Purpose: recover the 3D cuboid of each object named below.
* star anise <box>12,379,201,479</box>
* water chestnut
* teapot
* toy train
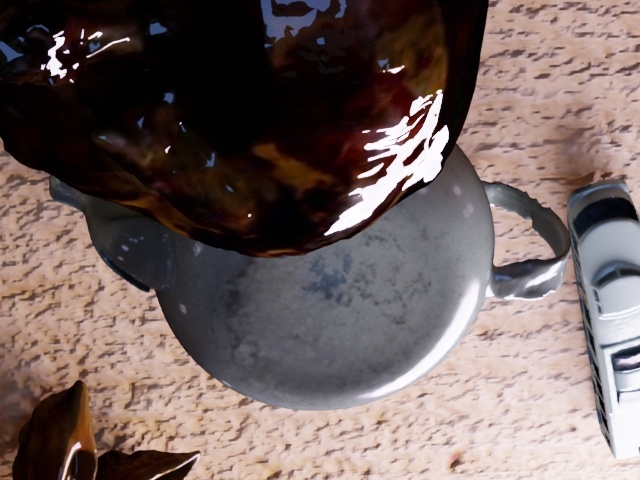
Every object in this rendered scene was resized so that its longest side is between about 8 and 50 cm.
[{"bbox_3d":[-0.171,0.183,1.216,0.212,0.111,0.196,-13,132,-12],"label":"star anise"},{"bbox_3d":[-0.064,-0.126,0.905,0.300,0.300,0.300,-5,125,-8],"label":"water chestnut"},{"bbox_3d":[0.000,0.000,1.113,0.294,0.129,0.193,-1,125,-14],"label":"teapot"},{"bbox_3d":[0.187,0.050,1.233,0.043,0.047,0.207,-16,127,-1],"label":"toy train"}]
